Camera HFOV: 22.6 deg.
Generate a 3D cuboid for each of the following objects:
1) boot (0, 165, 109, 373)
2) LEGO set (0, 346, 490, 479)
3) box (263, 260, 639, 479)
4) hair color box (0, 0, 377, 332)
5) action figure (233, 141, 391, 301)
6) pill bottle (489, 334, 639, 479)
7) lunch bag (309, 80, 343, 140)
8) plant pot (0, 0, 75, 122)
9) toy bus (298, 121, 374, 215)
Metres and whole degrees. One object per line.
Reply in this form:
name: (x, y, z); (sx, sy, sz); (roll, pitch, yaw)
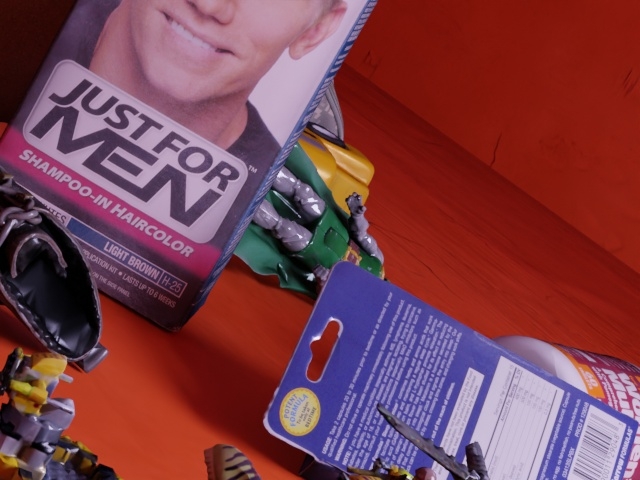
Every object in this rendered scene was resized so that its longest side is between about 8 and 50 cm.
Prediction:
boot: (-0.217, -0.058, 0.884); (0.229, 0.091, 0.263); (38, -16, 39)
LEGO set: (-0.007, 0.123, 0.532); (0.255, 0.192, 0.331); (29, 11, -9)
box: (0.079, 0.119, 0.987); (0.225, 0.136, 0.036); (30, -34, -7)
hair color box: (-0.079, -0.132, 1.085); (0.174, 0.347, 0.105); (30, 11, 0)
action figure: (0.000, 0.000, 1.331); (0.063, 0.137, 0.232); (3, -31, 43)
pill bottle: (0.184, 0.139, 1.165); (0.121, 0.121, 0.221); (38, 13, 34)
lunch bag: (-0.118, -0.188, 1.664); (0.256, 0.212, 0.305); (44, 4, -30)
plant pot: (-0.321, -0.202, 1.174); (0.254, 0.237, 0.237); (-6, 35, -48)
toy bus: (-0.102, -0.088, 1.464); (0.333, 0.108, 0.130); (25, 12, -26)
